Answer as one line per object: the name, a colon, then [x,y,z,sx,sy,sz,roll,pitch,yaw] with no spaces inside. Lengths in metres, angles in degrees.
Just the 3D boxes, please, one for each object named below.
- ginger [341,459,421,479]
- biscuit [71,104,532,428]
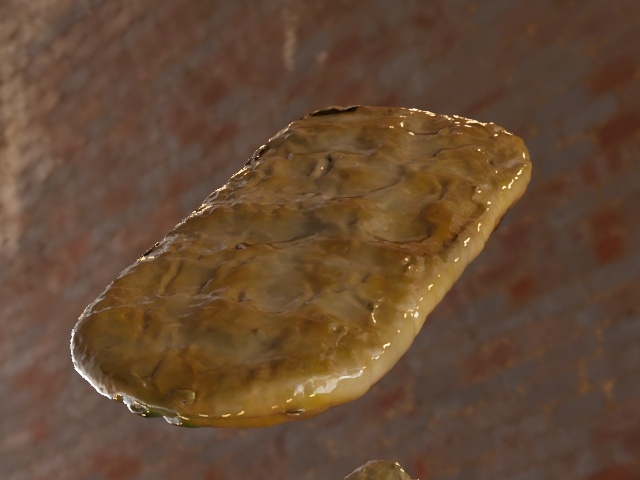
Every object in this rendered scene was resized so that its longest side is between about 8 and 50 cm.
ginger: [-0.017,0.128,0.444,0.053,0.193,0.176,14,-108,22]
biscuit: [0.000,0.000,0.702,0.118,0.029,0.247,13,-149,20]
